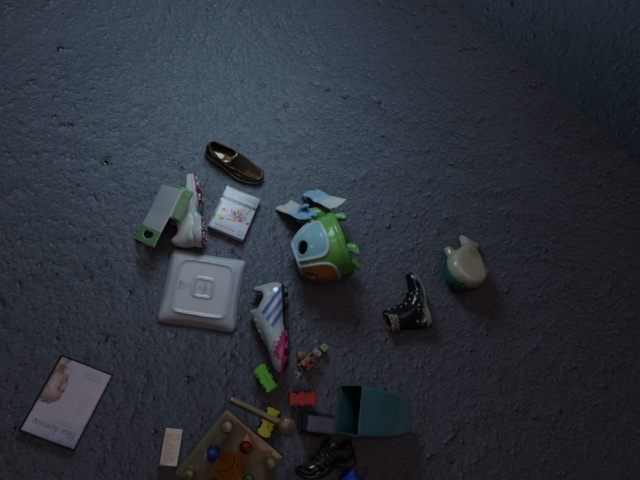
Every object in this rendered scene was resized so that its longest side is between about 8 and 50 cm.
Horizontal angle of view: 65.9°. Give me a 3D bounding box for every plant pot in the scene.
[{"bbox_3d":[0.201,0.618,1.763,0.234,0.166,0.165,15,69,-21],"label":"plant pot"}]

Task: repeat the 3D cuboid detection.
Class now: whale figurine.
[{"bbox_3d":[0.599,0.101,2.069,0.216,0.141,0.272,28,43,-5],"label":"whale figurine"}]

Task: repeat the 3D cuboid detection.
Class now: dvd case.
[{"bbox_3d":[-0.819,0.522,1.598,0.181,0.022,0.252,24,68,-7],"label":"dvd case"}]

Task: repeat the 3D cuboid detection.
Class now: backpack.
[{"bbox_3d":[0.121,0.862,1.696,0.120,0.101,0.098,44,74,-2],"label":"backpack"}]

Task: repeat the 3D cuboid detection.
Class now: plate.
[{"bbox_3d":[-0.429,0.178,1.801,0.278,0.045,0.277,10,71,-11],"label":"plate"}]

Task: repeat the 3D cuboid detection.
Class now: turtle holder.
[{"bbox_3d":[0.002,0.004,1.869,0.228,0.243,0.320,-19,87,-2],"label":"turtle holder"}]

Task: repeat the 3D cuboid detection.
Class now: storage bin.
[{"bbox_3d":[-0.007,0.653,1.733,0.135,0.091,0.098,11,70,-10],"label":"storage bin"}]

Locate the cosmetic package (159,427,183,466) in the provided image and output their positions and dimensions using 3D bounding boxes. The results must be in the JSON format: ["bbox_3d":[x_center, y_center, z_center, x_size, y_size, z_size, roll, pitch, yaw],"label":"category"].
[{"bbox_3d":[-0.490,0.678,1.624,0.060,0.041,0.115,11,70,-11],"label":"cosmetic package"}]

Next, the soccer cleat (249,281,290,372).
[{"bbox_3d":[-0.185,0.315,1.796,0.143,0.116,0.331,-2,69,-2],"label":"soccer cleat"}]

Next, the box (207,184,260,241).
[{"bbox_3d":[-0.335,-0.104,1.921,0.145,0.038,0.186,23,69,-6],"label":"box"}]

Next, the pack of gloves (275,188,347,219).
[{"bbox_3d":[-0.044,-0.155,1.924,0.195,0.232,0.046,-32,122,-24],"label":"pack of gloves"}]

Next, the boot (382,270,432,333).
[{"bbox_3d":[0.331,0.248,1.958,0.179,0.085,0.236,-10,76,-15],"label":"boot"}]

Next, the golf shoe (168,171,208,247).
[{"bbox_3d":[-0.501,-0.115,1.843,0.140,0.115,0.306,-9,68,-3],"label":"golf shoe"}]

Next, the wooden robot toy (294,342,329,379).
[{"bbox_3d":[-0.052,0.427,1.809,0.079,0.076,0.173,43,67,13],"label":"wooden robot toy"}]

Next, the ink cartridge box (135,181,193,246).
[{"bbox_3d":[-0.567,-0.090,1.790,0.056,0.171,0.235,28,82,-44],"label":"ink cartridge box"}]

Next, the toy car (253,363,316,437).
[{"bbox_3d":[-0.161,0.542,1.749,0.239,0.053,0.225,-30,82,-22],"label":"toy car"}]

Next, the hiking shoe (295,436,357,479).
[{"bbox_3d":[0.014,0.744,1.706,0.227,0.086,0.114,-6,87,-26],"label":"hiking shoe"}]

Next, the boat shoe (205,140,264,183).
[{"bbox_3d":[-0.339,-0.310,1.954,0.258,0.095,0.095,26,68,-5],"label":"boat shoe"}]

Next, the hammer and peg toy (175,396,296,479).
[{"bbox_3d":[-0.262,0.682,1.610,0.266,0.127,0.361,39,78,0],"label":"hammer and peg toy"}]
